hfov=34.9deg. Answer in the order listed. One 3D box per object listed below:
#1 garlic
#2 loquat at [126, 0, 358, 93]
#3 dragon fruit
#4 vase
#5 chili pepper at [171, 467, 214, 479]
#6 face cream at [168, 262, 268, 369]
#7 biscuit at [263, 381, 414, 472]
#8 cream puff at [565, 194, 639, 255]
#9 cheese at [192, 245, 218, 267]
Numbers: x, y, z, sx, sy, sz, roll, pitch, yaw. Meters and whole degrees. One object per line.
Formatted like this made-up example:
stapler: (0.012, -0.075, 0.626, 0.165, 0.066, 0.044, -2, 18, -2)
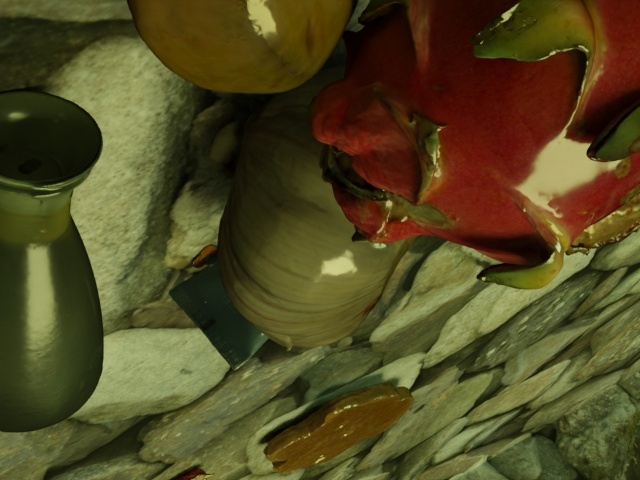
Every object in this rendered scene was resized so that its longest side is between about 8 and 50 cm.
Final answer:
garlic: (0.009, -0.035, 1.115, 0.322, 0.241, 0.322, -33, 143, -30)
loquat: (-0.063, -0.216, 0.795, 0.234, 0.176, 0.187, 43, 55, -57)
dragon fruit: (0.133, -0.097, 0.859, 0.226, 0.305, 0.305, -43, 160, -28)
vase: (-0.280, 0.021, 0.958, 0.173, 0.173, 0.321, -18, 142, -33)
chili pepper: (-0.274, 0.452, 1.825, 0.178, 0.027, 0.045, -27, 149, -20)
face cream: (0.000, 0.000, 1.300, 0.385, 0.135, 0.086, -37, 158, -16)
biscuit: (0.033, 0.373, 2.045, 0.376, 0.051, 0.269, -7, 145, -44)
cream puff: (0.359, -0.147, 1.372, 0.350, 0.229, 0.350, -21, 136, -21)
cheese: (-0.121, 0.030, 1.316, 0.047, 0.017, 0.111, -52, 144, 14)
